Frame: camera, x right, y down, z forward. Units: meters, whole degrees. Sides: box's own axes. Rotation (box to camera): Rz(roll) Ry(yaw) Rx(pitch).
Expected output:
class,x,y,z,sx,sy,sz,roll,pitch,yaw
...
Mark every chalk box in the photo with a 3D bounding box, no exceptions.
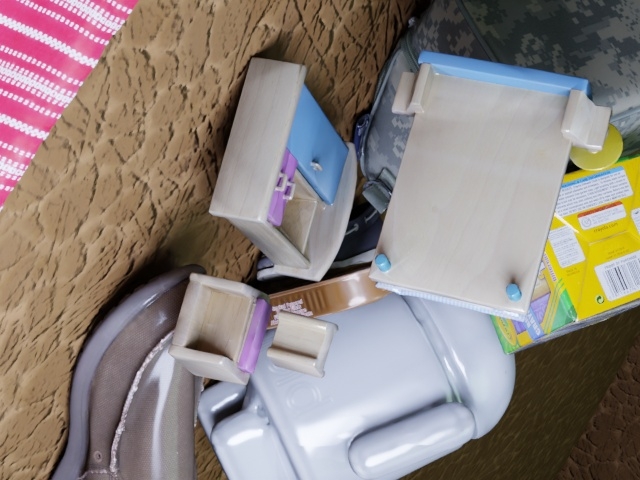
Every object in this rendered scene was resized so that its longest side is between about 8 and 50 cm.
class,x,y,z,sx,sy,sz,roll,pitch,yaw
chalk box,0.227,0.020,1.345,0.132,0.132,0.213,-18,172,-19

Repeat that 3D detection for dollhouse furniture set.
class,x,y,z,sx,sy,sz,roll,pitch,yaw
dollhouse furniture set,0.079,0.011,1.184,0.198,0.304,0.286,46,56,-68

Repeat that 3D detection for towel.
class,x,y,z,sx,sy,sz,roll,pitch,yaw
towel,-0.212,-0.098,0.875,0.274,0.031,0.199,-56,158,4

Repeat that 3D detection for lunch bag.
class,x,y,z,sx,sy,sz,roll,pitch,yaw
lunch bag,0.204,-0.141,1.408,0.305,0.212,0.256,-22,160,-34

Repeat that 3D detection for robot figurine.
class,x,y,z,sx,sy,sz,roll,pitch,yaw
robot figurine,0.053,0.150,1.478,0.354,0.300,0.199,-26,120,-9

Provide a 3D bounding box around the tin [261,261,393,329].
class,x,y,z,sx,sy,sz,roll,pitch,yaw
tin,0.002,0.052,1.377,0.190,0.040,0.106,-16,-174,41

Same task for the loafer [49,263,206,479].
class,x,y,z,sx,sy,sz,roll,pitch,yaw
loafer,-0.149,0.182,1.282,0.134,0.130,0.365,-28,146,-50

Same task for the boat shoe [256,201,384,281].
class,x,y,z,sx,sy,sz,roll,pitch,yaw
boat shoe,0.000,0.000,1.456,0.206,0.075,0.064,-13,91,-53
